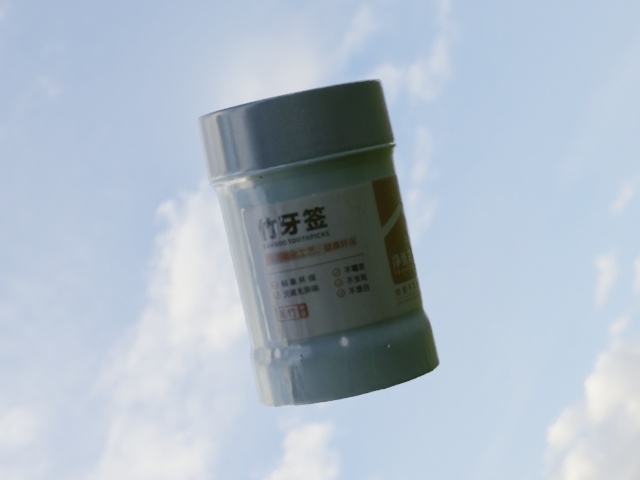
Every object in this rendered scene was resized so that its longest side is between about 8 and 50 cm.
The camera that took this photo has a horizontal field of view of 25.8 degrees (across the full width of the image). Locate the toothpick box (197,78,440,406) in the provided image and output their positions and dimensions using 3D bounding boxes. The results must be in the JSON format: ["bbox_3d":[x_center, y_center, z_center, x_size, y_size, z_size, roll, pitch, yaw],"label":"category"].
[{"bbox_3d":[0.000,0.000,0.732,0.101,0.101,0.153,-17,-85,-54],"label":"toothpick box"}]
